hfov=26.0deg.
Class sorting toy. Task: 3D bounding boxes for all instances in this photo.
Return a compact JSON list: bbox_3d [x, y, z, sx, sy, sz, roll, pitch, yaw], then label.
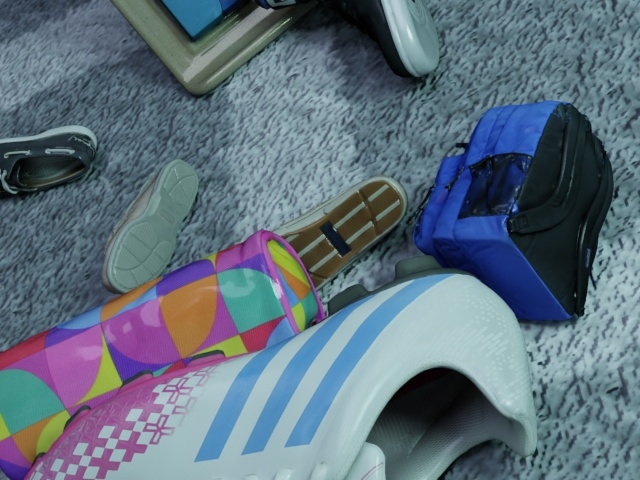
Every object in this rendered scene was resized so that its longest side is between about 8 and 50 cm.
[{"bbox_3d":[-0.056,-0.296,1.150,0.307,0.041,0.229,-40,81,-5],"label":"sorting toy"}]

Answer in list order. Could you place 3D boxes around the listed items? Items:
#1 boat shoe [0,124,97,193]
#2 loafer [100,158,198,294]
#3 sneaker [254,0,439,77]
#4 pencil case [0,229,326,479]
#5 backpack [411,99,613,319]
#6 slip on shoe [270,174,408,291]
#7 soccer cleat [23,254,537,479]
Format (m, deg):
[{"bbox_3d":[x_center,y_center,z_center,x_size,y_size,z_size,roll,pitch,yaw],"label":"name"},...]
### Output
[{"bbox_3d":[-0.243,-0.058,1.139,0.125,0.046,0.038,-12,42,12],"label":"boat shoe"},{"bbox_3d":[-0.131,-0.007,1.030,0.039,0.045,0.125,-16,37,43],"label":"loafer"},{"bbox_3d":[0.009,-0.189,1.062,0.121,0.079,0.217,-26,55,16],"label":"sneaker"},{"bbox_3d":[-0.111,0.080,0.899,0.236,0.104,0.104,-26,44,13],"label":"pencil case"},{"bbox_3d":[0.118,-0.026,0.846,0.101,0.098,0.120,3,56,38],"label":"backpack"},{"bbox_3d":[0.000,0.000,0.940,0.135,0.051,0.041,-36,2,10],"label":"slip on shoe"},{"bbox_3d":[-0.032,0.129,0.788,0.331,0.116,0.143,-29,43,7],"label":"soccer cleat"}]
